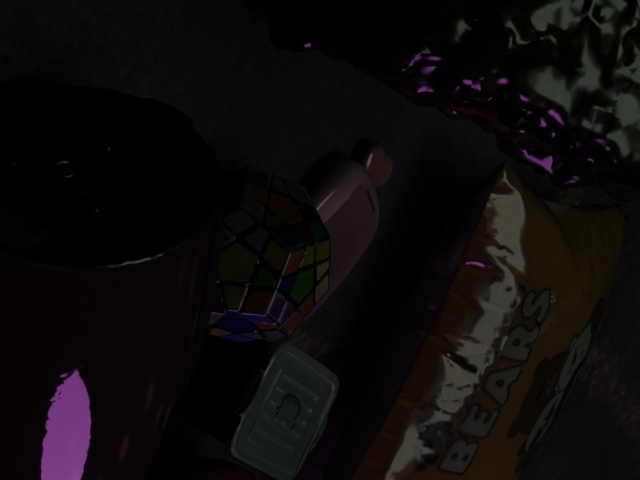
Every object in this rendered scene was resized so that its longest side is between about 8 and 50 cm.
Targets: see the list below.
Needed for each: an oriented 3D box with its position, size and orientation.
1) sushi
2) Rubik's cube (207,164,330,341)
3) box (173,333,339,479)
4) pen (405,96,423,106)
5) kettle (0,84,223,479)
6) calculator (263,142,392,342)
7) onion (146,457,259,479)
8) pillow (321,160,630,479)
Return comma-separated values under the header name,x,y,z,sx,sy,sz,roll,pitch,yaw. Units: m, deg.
name,x,y,z,sx,sy,sz,roll,pitch,yaw
sushi,0.144,-0.130,1.124,0.352,0.294,0.178,24,90,-37
Rubik's cube,-0.046,0.009,1.157,0.093,0.111,0.111,-14,133,-19
box,-0.048,0.104,1.263,0.084,0.069,0.122,-64,153,-8
pen,0.081,-0.188,1.269,0.026,0.026,0.218,-33,141,-43
kettle,-0.127,0.039,1.017,0.202,0.144,0.232,-46,156,-46
calculator,0.000,0.000,1.303,0.166,0.024,0.103,-52,151,-17
onion,-0.084,0.259,1.250,0.230,0.163,0.230,-37,136,-46
pillow,0.128,0.095,1.504,0.310,0.119,0.312,-62,154,8
